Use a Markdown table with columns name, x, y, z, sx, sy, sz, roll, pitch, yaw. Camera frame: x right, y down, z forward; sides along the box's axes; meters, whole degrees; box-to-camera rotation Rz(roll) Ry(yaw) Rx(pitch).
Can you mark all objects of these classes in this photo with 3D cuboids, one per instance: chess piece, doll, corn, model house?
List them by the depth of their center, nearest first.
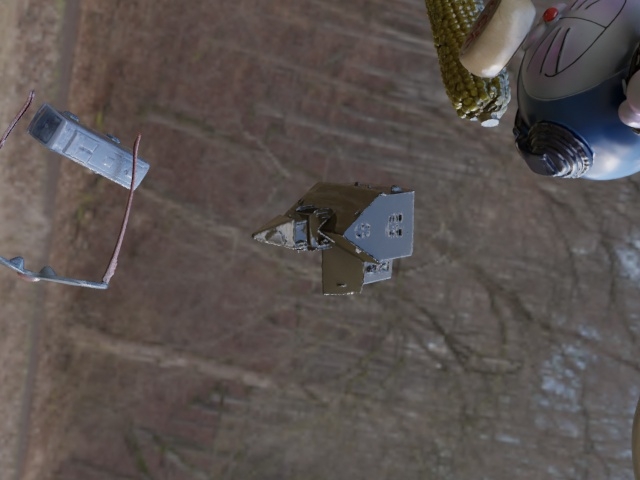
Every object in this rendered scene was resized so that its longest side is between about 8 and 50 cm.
| name | x | y | z | sx | sy | sz | roll | pitch | yaw |
| --- | --- | --- | --- | --- | --- | --- | --- | --- | --- |
| chess piece | 0.160 | -0.188 | 0.991 | 0.083 | 0.038 | 0.083 | -59 | -171 | 15 |
| doll | 0.379 | -0.194 | 1.348 | 0.310 | 0.240 | 0.284 | 6 | -128 | 53 |
| corn | 0.212 | -0.319 | 1.646 | 0.097 | 0.097 | 0.319 | 127 | -46 | -64 |
| model house | 0.000 | 0.000 | 1.708 | 0.181 | 0.248 | 0.176 | 14 | -72 | 56 |

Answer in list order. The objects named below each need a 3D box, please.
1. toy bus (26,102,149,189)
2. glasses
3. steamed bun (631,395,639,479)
| name | x | y | z | sx | sy | sz | roll | pitch | yaw |
| --- | --- | --- | --- | --- | --- | --- | --- | --- | --- |
| toy bus | -0.349 | -0.138 | 1.656 | 0.075 | 0.190 | 0.064 | 39 | -83 | 41 |
| glasses | -0.394 | -0.065 | 1.641 | 0.268 | 0.234 | 0.118 | -70 | -163 | -3 |
| steamed bun | 0.498 | 0.250 | 1.146 | 0.241 | 0.374 | 0.374 | 107 | -14 | -53 |
